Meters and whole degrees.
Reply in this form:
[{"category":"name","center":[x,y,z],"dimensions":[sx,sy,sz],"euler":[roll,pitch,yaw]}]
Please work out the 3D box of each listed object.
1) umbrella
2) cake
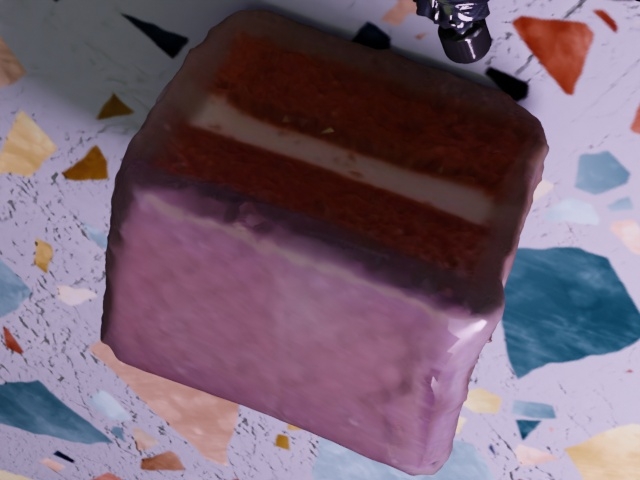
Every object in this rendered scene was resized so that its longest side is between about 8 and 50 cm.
[{"category":"umbrella","center":[0.088,-0.217,1.132],"dimensions":[0.071,0.080,0.224],"euler":[-23,132,-3]},{"category":"cake","center":[0.000,0.000,1.258],"dimensions":[0.308,0.237,0.230],"euler":[22,137,3]}]
